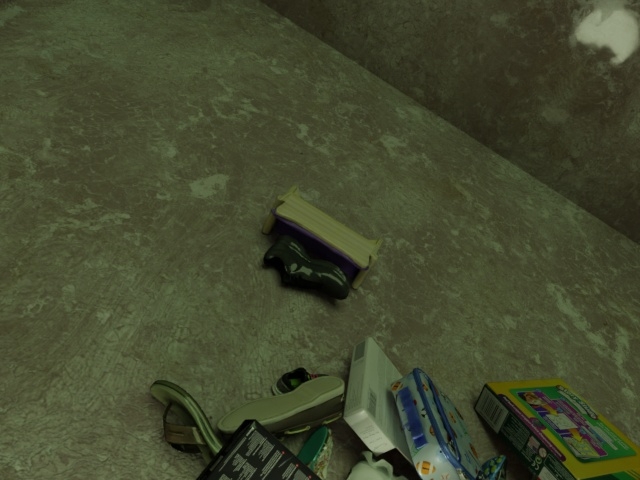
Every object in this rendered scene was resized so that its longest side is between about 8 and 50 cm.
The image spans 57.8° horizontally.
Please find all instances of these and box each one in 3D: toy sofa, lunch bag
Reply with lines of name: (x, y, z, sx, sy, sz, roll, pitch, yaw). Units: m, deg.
toy sofa: (0.000, 0.000, 1.823, 0.362, 0.150, 0.177, 31, 38, 2)
lunch bag: (0.277, 0.464, 1.377, 0.243, 0.115, 0.303, 50, 13, -30)

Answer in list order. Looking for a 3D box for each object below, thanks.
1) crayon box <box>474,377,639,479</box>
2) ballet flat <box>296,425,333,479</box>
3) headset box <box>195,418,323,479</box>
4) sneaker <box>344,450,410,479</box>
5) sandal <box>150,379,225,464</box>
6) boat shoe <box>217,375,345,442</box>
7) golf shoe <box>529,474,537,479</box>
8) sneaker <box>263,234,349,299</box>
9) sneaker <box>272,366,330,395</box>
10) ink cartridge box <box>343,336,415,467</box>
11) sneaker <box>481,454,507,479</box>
crayon box: (0.663, 0.536, 1.596, 0.313, 0.106, 0.363, 5, 24, -27)
ballet flat: (-0.029, 0.534, 1.311, 0.077, 0.091, 0.241, 56, 42, -15)
headset box: (-0.101, 0.532, 1.138, 0.293, 0.110, 0.218, 42, 66, -2)
sneaker: (0.195, 0.629, 1.298, 0.330, 0.122, 0.146, 26, 46, 21)
sandal: (-0.280, 0.423, 1.243, 0.086, 0.120, 0.303, -30, 66, -31)
boat shoe: (-0.082, 0.415, 1.361, 0.324, 0.097, 0.116, -13, 16, -31)
golf shoe: (0.604, 0.640, 1.572, 0.086, 0.069, 0.176, 12, 41, -11)
sneaker: (-0.048, 0.104, 1.739, 0.286, 0.109, 0.130, 30, 45, 16)
sneaker: (-0.035, 0.361, 1.478, 0.170, 0.075, 0.063, 4, 45, -27)
ink cartridge box: (0.172, 0.430, 1.486, 0.261, 0.066, 0.296, 51, 22, -14)
sneaker: (0.453, 0.637, 1.495, 0.078, 0.067, 0.188, 47, 36, -11)
